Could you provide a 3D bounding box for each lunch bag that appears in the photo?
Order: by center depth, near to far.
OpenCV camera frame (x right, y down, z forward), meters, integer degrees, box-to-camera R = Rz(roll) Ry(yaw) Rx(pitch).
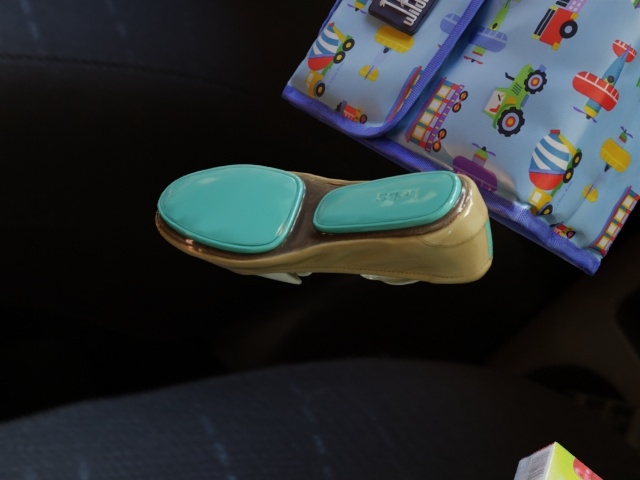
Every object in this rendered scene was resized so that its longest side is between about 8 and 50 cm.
[{"bbox_3d":[0.120,-0.146,1.160,0.293,0.138,0.221,32,92,37],"label":"lunch bag"}]

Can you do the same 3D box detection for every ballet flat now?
[{"bbox_3d":[0.000,0.000,0.979,0.232,0.073,0.080,3,50,34],"label":"ballet flat"}]

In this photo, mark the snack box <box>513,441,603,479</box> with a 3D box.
[{"bbox_3d":[0.148,0.204,0.928,0.037,0.100,0.141,-38,18,44],"label":"snack box"}]
